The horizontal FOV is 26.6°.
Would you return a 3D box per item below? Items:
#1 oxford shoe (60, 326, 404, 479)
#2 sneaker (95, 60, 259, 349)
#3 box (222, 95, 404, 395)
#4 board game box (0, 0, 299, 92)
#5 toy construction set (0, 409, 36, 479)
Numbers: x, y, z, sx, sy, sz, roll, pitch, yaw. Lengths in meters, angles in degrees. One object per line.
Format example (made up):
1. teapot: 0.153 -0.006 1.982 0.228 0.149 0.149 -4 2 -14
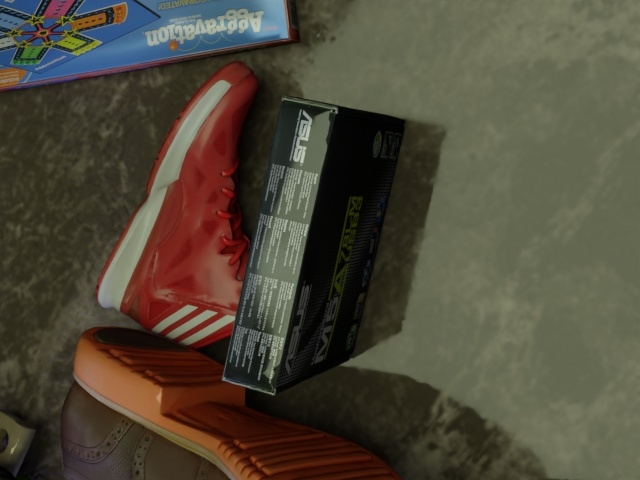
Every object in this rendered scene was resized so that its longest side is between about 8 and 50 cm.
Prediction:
1. oxford shoe: -0.049 0.187 0.917 0.364 0.130 0.132 29 105 41
2. sneaker: -0.069 -0.016 1.019 0.128 0.087 0.221 31 113 4
3. box: 0.000 0.000 0.936 0.045 0.184 0.190 14 95 14
4. board game box: -0.161 -0.204 1.055 0.281 0.027 0.145 -7 89 16
5. toy construction set: -0.348 0.126 1.062 0.257 0.237 0.309 -13 69 41
